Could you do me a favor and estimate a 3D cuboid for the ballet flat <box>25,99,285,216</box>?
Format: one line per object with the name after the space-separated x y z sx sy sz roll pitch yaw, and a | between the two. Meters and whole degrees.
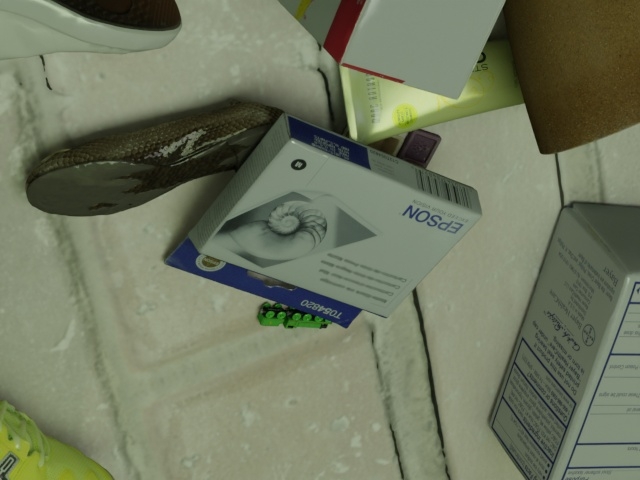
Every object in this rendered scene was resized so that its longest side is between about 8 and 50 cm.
-0.148 -0.081 1.679 0.250 0.058 0.084 -16 148 -7 | ballet flat

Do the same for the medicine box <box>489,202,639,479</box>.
0.358 0.125 1.967 0.263 0.149 0.289 3 119 -25 | medicine box

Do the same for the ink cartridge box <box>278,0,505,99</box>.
0.059 -0.225 1.598 0.128 0.176 0.127 12 112 -30 | ink cartridge box

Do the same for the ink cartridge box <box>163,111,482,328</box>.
0.000 0.000 1.737 0.223 0.045 0.224 19 130 -28 | ink cartridge box

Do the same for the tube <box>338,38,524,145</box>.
0.135 -0.151 1.750 0.240 0.070 0.062 -10 148 -15 | tube

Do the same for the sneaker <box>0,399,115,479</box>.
-0.341 0.180 1.698 0.385 0.145 0.147 23 109 -35 | sneaker

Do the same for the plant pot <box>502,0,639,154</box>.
0.255 -0.240 1.640 0.237 0.237 0.254 -25 95 -8 | plant pot

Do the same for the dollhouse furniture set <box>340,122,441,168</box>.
0.066 -0.059 1.764 0.114 0.081 0.091 16 112 -31 | dollhouse furniture set

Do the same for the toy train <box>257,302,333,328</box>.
-0.025 0.078 1.852 0.083 0.017 0.023 6 127 -27 | toy train

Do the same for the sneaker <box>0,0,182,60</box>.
-0.262 -0.196 1.541 0.290 0.106 0.123 9 142 -31 | sneaker
